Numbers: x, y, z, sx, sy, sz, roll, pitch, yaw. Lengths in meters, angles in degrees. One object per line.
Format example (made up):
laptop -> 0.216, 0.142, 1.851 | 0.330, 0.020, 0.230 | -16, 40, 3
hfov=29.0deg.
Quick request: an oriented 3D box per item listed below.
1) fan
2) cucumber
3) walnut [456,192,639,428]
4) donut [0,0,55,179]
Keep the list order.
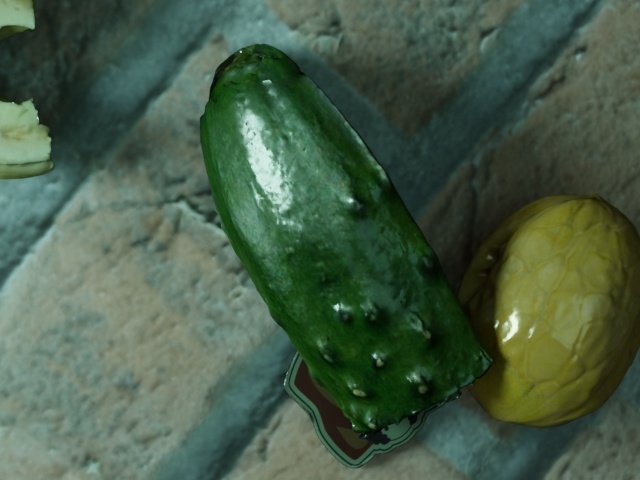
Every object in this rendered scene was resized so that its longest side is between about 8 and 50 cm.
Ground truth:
fan -> 0.019, 0.085, 1.054 | 0.132, 0.009, 0.220 | -36, 104, -16
cucumber -> 0.000, 0.001, 0.972 | 0.105, 0.145, 0.325 | -32, 98, -26
walnut -> 0.192, 0.057, 1.029 | 0.159, 0.159, 0.207 | 25, 87, -18
donut -> -0.255, -0.128, 0.917 | 0.108, 0.065, 0.166 | -3, 97, -17
